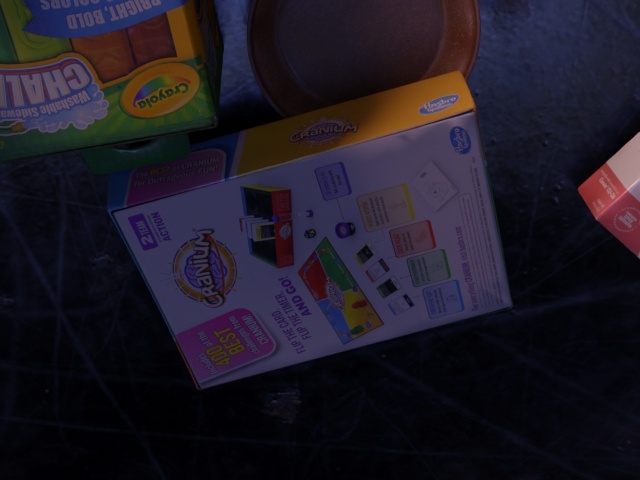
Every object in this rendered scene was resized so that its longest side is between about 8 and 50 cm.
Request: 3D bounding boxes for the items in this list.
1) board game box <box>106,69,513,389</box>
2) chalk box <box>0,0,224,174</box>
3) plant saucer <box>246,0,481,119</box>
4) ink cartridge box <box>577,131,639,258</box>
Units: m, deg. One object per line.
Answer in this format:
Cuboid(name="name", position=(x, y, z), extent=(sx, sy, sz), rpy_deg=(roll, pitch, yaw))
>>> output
Cuboid(name="board game box", position=(0.000, 0.000, 0.943), extent=(0.317, 0.064, 0.242), rpy_deg=(-15, 130, 4))
Cuboid(name="chalk box", position=(-0.176, -0.175, 0.793), extent=(0.180, 0.179, 0.288), rpy_deg=(-11, 119, 2))
Cuboid(name="plant saucer", position=(0.036, -0.178, 0.890), extent=(0.199, 0.036, 0.198), rpy_deg=(-2, 119, -4))
Cuboid(name="ink cartridge box", position=(0.354, -0.068, 0.958), extent=(0.115, 0.067, 0.198), rpy_deg=(37, 110, -21))
